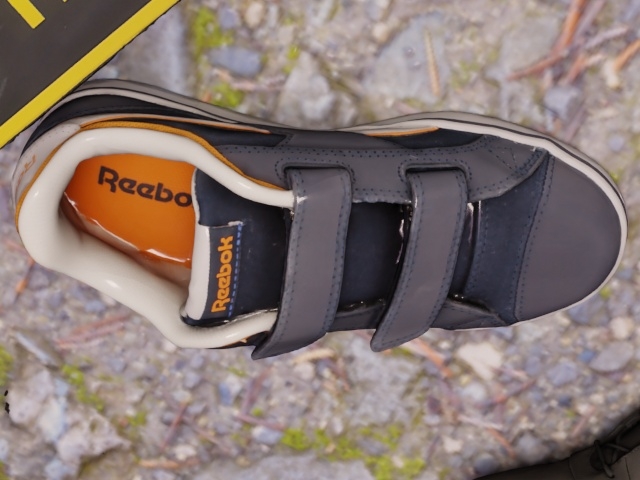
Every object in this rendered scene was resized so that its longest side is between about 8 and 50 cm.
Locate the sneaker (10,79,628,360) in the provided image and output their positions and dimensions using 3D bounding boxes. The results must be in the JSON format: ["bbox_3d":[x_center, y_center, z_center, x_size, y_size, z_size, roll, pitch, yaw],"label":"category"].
[{"bbox_3d":[0.000,0.000,0.758,0.321,0.127,0.126,7,114,1],"label":"sneaker"}]

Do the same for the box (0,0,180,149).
[{"bbox_3d":[-0.044,-0.175,0.606,0.322,0.257,0.079,-36,106,19],"label":"box"}]

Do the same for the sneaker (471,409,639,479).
[{"bbox_3d":[0.212,0.118,0.813,0.286,0.109,0.130,-7,108,-1],"label":"sneaker"}]
